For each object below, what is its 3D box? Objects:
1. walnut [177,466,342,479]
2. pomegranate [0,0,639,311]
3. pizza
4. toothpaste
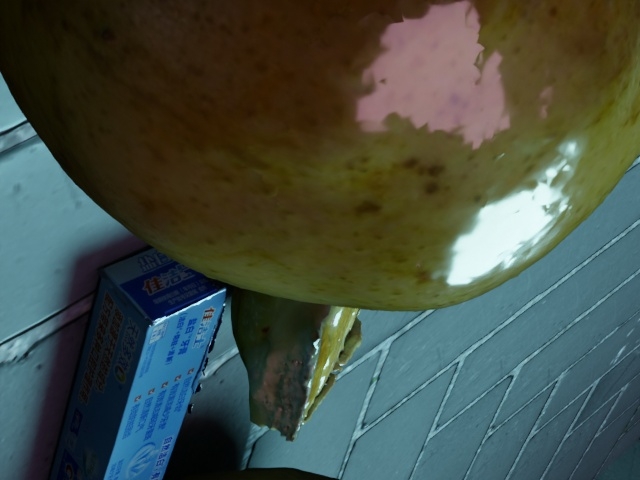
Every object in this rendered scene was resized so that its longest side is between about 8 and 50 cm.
[{"bbox_3d":[-0.054,0.356,1.074,0.354,0.308,0.398,-48,161,-30],"label":"walnut"},{"bbox_3d":[0.000,-0.098,0.486,0.260,0.260,0.260,-39,156,-21],"label":"pomegranate"},{"bbox_3d":[-0.004,0.008,0.903,0.188,0.080,0.204,-56,164,-58],"label":"pizza"},{"bbox_3d":[-0.125,0.114,0.877,0.066,0.053,0.272,-23,148,-38],"label":"toothpaste"}]
